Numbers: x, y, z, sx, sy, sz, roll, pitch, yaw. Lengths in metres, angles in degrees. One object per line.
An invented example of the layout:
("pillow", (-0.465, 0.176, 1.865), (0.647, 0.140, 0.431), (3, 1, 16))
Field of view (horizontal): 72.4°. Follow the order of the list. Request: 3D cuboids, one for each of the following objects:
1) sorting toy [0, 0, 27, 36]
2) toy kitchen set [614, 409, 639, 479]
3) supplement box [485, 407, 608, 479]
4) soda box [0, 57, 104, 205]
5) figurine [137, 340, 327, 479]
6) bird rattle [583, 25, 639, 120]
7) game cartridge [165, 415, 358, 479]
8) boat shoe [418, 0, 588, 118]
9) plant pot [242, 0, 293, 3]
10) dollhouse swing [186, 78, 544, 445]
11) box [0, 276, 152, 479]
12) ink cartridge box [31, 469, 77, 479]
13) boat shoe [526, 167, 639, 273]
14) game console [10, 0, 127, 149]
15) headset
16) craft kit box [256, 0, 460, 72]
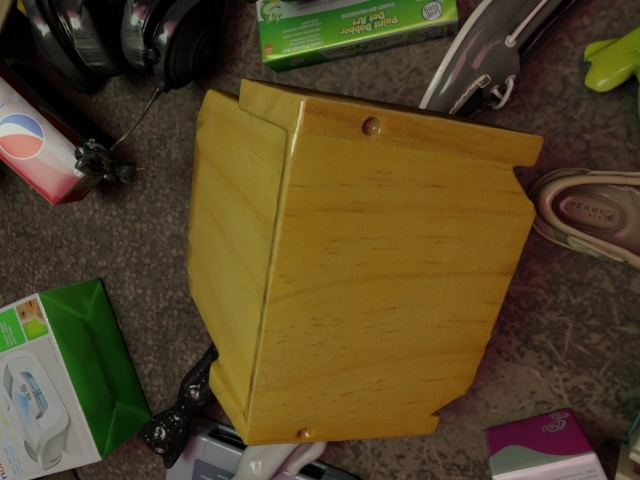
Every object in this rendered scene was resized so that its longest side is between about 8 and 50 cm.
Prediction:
("sorting toy", (-0.525, -0.372, 0.692), (0.307, 0.041, 0.229), (7, 72, 15))
("toy kitchen set", (0.416, 0.199, 0.429), (0.166, 0.122, 0.207), (25, 113, 33))
("supplement box", (0.286, 0.328, 0.498), (0.114, 0.111, 0.220), (-25, 88, 18))
("soda box", (-0.428, -0.171, 0.609), (0.083, 0.092, 0.263), (-44, 102, 1))
("figurine", (-0.132, 0.273, 0.603), (0.215, 0.092, 0.209), (43, 94, 19))
("bird rattle", (0.412, -0.176, 0.434), (0.254, 0.143, 0.206), (-14, 103, 5))
("game cartridge", (-0.098, 0.402, 0.656), (0.294, 0.060, 0.196), (14, 95, 16))
("boat shoe", (0.224, -0.228, 0.469), (0.095, 0.112, 0.335), (38, 101, 16))
("plant pot", (-0.041, -0.416, 0.396), (0.334, 0.334, 0.305), (-16, 102, 18))
("dollhouse swing", (0.000, 0.000, 0.536), (0.315, 0.305, 0.346), (4, 111, -16))
("box", (-0.440, 0.225, 0.710), (0.231, 0.127, 0.261), (-20, 90, 16))
("ink cartridge box", (-0.459, 0.525, 0.705), (0.088, 0.193, 0.234), (-29, 87, 15))
("boat shoe", (0.388, 0.003, 0.437), (0.341, 0.110, 0.121), (13, 99, 16))
("game console", (-0.383, -0.259, 0.691), (0.213, 0.044, 0.361), (41, 107, 10))
("headset", (-0.253, -0.269, 0.550), (0.244, 0.185, 0.394), (2, 91, -1))
("craft kit box", (0.035, -0.362, 0.546), (0.250, 0.061, 0.246), (-4, 91, 18))
